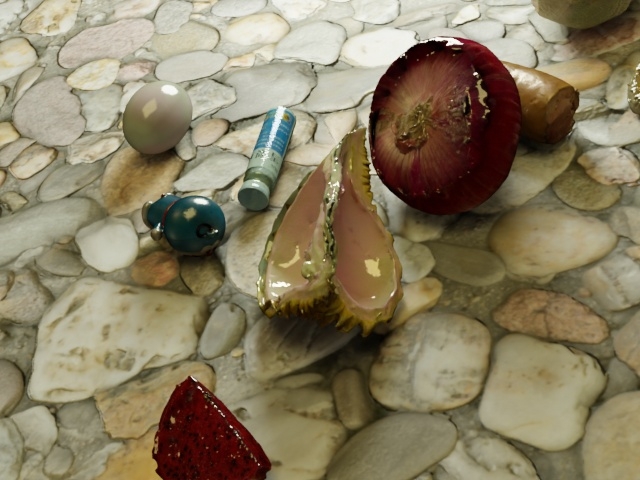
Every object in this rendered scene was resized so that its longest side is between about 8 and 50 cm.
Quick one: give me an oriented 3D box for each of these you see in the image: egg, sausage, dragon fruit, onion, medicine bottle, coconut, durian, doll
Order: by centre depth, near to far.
[{"bbox_3d":[-0.126,0.245,1.177,0.106,0.083,0.162,-46,58,-1],"label":"dragon fruit"},{"bbox_3d":[-0.008,0.012,1.334,0.195,0.185,0.305,-27,43,29],"label":"durian"},{"bbox_3d":[0.175,-0.156,1.414,0.161,0.248,0.248,-2,35,-29],"label":"onion"},{"bbox_3d":[-0.191,-0.026,1.478,0.114,0.085,0.152,-31,33,-32],"label":"doll"},{"bbox_3d":[0.244,-0.218,1.521,0.270,0.109,0.109,21,54,33],"label":"sausage"},{"bbox_3d":[-0.079,-0.126,1.566,0.051,0.051,0.191,-1,44,17],"label":"medicine bottle"},{"bbox_3d":[0.412,-0.426,1.637,0.194,0.194,0.194,-9,43,8],"label":"coconut"},{"bbox_3d":[-0.260,-0.196,1.657,0.103,0.103,0.135,9,51,26],"label":"egg"}]

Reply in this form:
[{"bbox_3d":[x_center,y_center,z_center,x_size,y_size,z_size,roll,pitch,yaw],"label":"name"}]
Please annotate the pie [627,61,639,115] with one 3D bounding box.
[{"bbox_3d":[0.534,-0.226,1.482,0.195,0.046,0.195,-9,41,8],"label":"pie"}]
